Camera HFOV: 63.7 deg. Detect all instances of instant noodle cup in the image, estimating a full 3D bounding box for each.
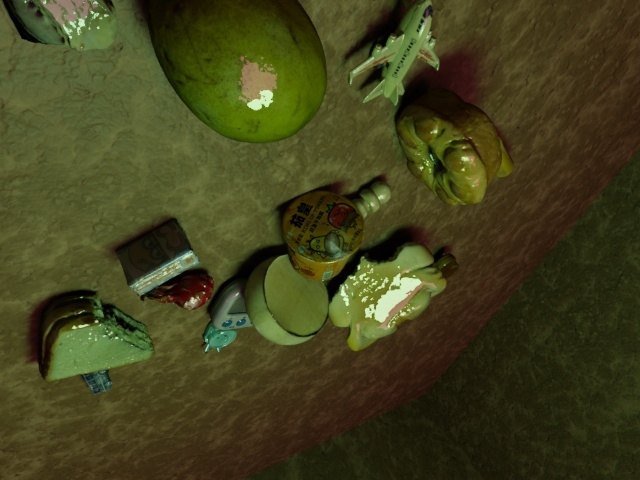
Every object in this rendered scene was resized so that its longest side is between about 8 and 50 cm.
[{"bbox_3d":[0.000,0.000,1.384,0.215,0.216,0.172,-24,156,-18],"label":"instant noodle cup"}]

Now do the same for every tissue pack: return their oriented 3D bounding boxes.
[{"bbox_3d":[-0.364,0.038,1.154,0.155,0.116,0.065,-29,146,-10],"label":"tissue pack"}]

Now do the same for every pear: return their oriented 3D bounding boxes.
[{"bbox_3d":[-0.122,-0.296,0.823,0.252,0.253,0.307,-37,141,3],"label":"pear"}]

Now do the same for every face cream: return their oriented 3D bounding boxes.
[{"bbox_3d":[0.550,-0.283,1.640,0.078,0.078,0.273,-44,148,14],"label":"face cream"}]

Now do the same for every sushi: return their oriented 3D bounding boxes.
[{"bbox_3d":[-0.354,-0.357,0.640,0.134,0.109,0.273,-26,147,-16],"label":"sushi"}]

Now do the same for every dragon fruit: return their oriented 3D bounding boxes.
[{"bbox_3d":[-0.362,0.142,1.328,0.190,0.094,0.094,-15,143,-22],"label":"dragon fruit"}]

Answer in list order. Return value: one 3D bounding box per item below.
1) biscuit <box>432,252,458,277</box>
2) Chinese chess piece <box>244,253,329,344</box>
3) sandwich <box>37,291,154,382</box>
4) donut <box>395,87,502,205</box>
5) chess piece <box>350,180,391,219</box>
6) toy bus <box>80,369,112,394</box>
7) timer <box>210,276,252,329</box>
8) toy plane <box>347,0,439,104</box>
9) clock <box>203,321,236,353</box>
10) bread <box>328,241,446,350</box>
[{"bbox_3d":[0.378,0.197,2.132,0.432,0.064,0.283,-37,158,6],"label":"biscuit"},{"bbox_3d":[-0.092,0.165,1.455,0.257,0.258,0.104,2,159,-45],"label":"Chinese chess piece"},{"bbox_3d":[-0.533,0.231,1.266,0.288,0.100,0.254,-4,137,-40],"label":"sandwich"},{"bbox_3d":[0.323,-0.231,1.310,0.150,0.299,0.317,-44,-178,-7],"label":"donut"},{"bbox_3d":[0.128,-0.106,1.476,0.170,0.094,0.094,-38,150,-11],"label":"chess piece"},{"bbox_3d":[-0.619,0.369,1.420,0.065,0.047,0.166,-17,145,-21],"label":"toy bus"},{"bbox_3d":[-0.220,0.185,1.536,0.208,0.069,0.191,3,132,-44],"label":"timer"},{"bbox_3d":[0.172,-0.401,1.095,0.241,0.104,0.256,-16,144,-24],"label":"toy plane"},{"bbox_3d":[-0.315,0.299,1.620,0.108,0.045,0.147,2,133,-43],"label":"clock"},{"bbox_3d":[0.223,0.183,1.790,0.423,0.245,0.329,-36,149,8],"label":"bread"}]
